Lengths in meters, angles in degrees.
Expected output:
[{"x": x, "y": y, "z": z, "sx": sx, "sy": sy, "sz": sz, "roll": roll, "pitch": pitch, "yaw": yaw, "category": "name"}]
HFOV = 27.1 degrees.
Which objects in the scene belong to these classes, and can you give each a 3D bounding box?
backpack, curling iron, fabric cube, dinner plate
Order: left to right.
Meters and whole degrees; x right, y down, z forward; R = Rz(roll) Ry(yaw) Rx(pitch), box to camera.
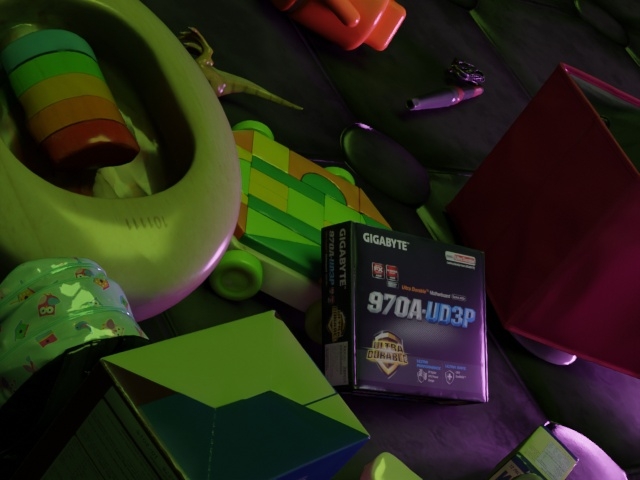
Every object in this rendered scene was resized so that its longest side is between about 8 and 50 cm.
[{"x": -0.218, "y": 0.101, "z": 1.046, "sx": 0.152, "sy": 0.182, "sz": 0.115, "roll": -10, "pitch": 58, "yaw": -50, "category": "backpack"}, {"x": 0.185, "y": -0.226, "z": 2.008, "sx": 0.068, "sy": 0.035, "sz": 0.274, "roll": 41, "pitch": 31, "yaw": 9, "category": "curling iron"}, {"x": 0.283, "y": 0.101, "z": 1.723, "sx": 0.141, "sy": 0.017, "sz": 0.141, "roll": 28, "pitch": 32, "yaw": -20, "category": "dinner plate"}, {"x": 0.362, "y": -0.023, "z": 1.703, "sx": 0.254, "sy": 0.258, "sz": 0.259, "roll": 19, "pitch": 31, "yaw": -30, "category": "fabric cube"}]

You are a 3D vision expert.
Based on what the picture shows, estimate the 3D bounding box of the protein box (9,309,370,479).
[{"x": -0.111, "y": 0.183, "z": 1.037, "sx": 0.200, "sy": 0.201, "sz": 0.136, "roll": -12, "pitch": 59, "yaw": -52, "category": "protein box"}]

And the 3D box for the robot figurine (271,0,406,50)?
[{"x": 0.015, "y": -0.358, "z": 1.906, "sx": 0.219, "sy": 0.128, "sz": 0.158, "roll": 29, "pitch": 50, "yaw": -18, "category": "robot figurine"}]

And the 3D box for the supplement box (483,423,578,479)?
[{"x": 0.215, "y": 0.252, "z": 1.401, "sx": 0.056, "sy": 0.083, "sz": 0.083, "roll": 45, "pitch": 31, "yaw": 9, "category": "supplement box"}]

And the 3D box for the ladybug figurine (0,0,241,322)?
[{"x": -0.248, "y": -0.096, "z": 1.250, "sx": 0.305, "sy": 0.162, "sz": 0.449, "roll": -5, "pitch": 54, "yaw": -30, "category": "ladybug figurine"}]

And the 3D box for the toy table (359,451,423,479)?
[{"x": 0.108, "y": 0.307, "z": 1.097, "sx": 0.274, "sy": 0.252, "sz": 0.161, "roll": 48, "pitch": 47, "yaw": -10, "category": "toy table"}]

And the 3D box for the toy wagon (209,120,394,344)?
[{"x": 0.000, "y": 0.000, "z": 1.505, "sx": 0.344, "sy": 0.068, "sz": 0.267, "roll": 27, "pitch": 34, "yaw": -19, "category": "toy wagon"}]

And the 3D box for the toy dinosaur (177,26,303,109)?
[{"x": -0.136, "y": -0.198, "z": 1.633, "sx": 0.211, "sy": 0.064, "sz": 0.112, "roll": -5, "pitch": 71, "yaw": -37, "category": "toy dinosaur"}]

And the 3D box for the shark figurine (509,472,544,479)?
[{"x": 0.223, "y": 0.348, "z": 1.310, "sx": 0.278, "sy": 0.166, "sz": 0.116, "roll": 49, "pitch": 55, "yaw": -19, "category": "shark figurine"}]

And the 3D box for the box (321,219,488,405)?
[{"x": 0.092, "y": 0.083, "z": 1.425, "sx": 0.220, "sy": 0.051, "sz": 0.175, "roll": 13, "pitch": 72, "yaw": -43, "category": "box"}]
